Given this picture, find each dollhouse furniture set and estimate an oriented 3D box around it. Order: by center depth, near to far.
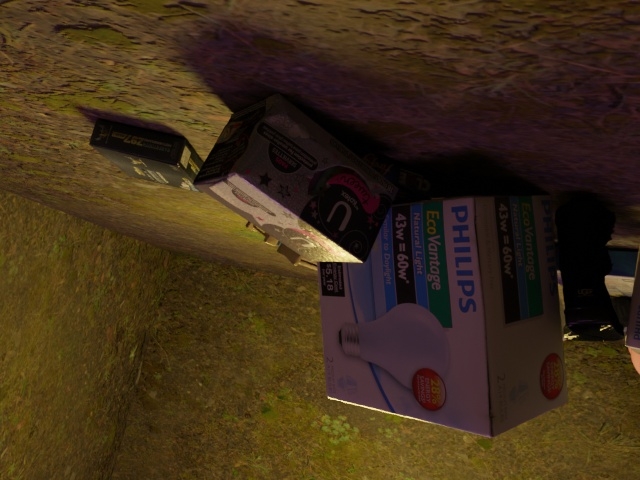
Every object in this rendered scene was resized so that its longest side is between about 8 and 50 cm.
[{"bbox_3d":[-0.050,-0.029,1.388,0.184,0.129,0.129,36,-173,36],"label":"dollhouse furniture set"}]

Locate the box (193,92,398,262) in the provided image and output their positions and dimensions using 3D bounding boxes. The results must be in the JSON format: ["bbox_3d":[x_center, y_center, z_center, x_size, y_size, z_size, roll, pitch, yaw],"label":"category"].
[{"bbox_3d":[-0.036,-0.081,0.903,0.247,0.142,0.163,33,162,-28],"label":"box"}]

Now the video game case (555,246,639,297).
[{"bbox_3d":[0.642,0.074,1.305,0.269,0.061,0.244,5,168,41],"label":"video game case"}]

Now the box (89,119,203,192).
[{"bbox_3d":[-0.347,-0.169,1.240,0.183,0.059,0.232,14,171,3],"label":"box"}]

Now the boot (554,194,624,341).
[{"bbox_3d":[0.448,0.055,0.988,0.094,0.207,0.246,-3,161,27],"label":"boot"}]

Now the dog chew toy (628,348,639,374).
[{"bbox_3d":[0.936,0.303,1.596,0.207,0.206,0.332,8,-162,28],"label":"dog chew toy"}]

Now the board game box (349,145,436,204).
[{"bbox_3d":[0.069,-0.106,1.079,0.165,0.042,0.243,17,170,-25],"label":"board game box"}]

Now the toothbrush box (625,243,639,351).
[{"bbox_3d":[0.661,0.098,0.931,0.295,0.216,0.126,5,168,37],"label":"toothbrush box"}]

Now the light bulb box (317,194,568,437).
[{"bbox_3d":[0.196,0.110,1.032,0.225,0.358,0.361,-5,180,-40],"label":"light bulb box"}]

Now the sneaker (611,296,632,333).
[{"bbox_3d":[0.807,0.194,1.356,0.319,0.112,0.131,-6,131,29],"label":"sneaker"}]

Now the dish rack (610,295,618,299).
[{"bbox_3d":[0.846,0.155,1.507,0.272,0.074,0.208,10,170,29],"label":"dish rack"}]

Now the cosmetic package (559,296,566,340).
[{"bbox_3d":[0.277,0.205,1.305,0.230,0.161,0.453,12,147,-35],"label":"cosmetic package"}]
